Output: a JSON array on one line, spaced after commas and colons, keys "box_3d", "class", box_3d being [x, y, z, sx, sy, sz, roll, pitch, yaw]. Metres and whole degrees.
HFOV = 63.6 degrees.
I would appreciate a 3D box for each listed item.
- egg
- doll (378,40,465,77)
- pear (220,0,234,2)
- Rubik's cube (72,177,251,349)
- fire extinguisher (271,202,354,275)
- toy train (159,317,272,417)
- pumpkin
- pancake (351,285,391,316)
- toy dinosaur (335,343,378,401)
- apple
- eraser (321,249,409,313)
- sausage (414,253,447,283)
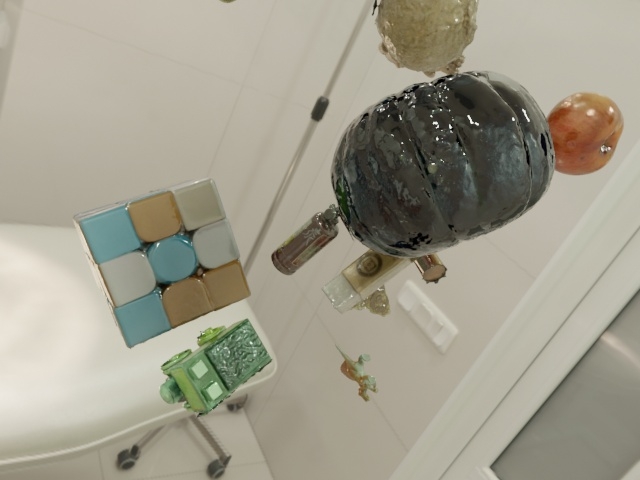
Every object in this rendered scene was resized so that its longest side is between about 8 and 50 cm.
[{"box_3d": [0.281, -0.595, 1.361, 0.279, 0.310, 0.279, -2, 58, 3], "class": "egg"}, {"box_3d": [0.320, -0.596, 1.605, 0.278, 0.154, 0.119, 13, 10, -14], "class": "doll"}, {"box_3d": [-0.182, -0.649, 1.124, 0.212, 0.269, 0.212, 32, -5, 3], "class": "pear"}, {"box_3d": [-0.439, 0.039, 1.412, 0.346, 0.344, 0.347, -22, 15, -26], "class": "Rubik's cube"}, {"box_3d": [0.002, -0.004, 1.196, 0.106, 0.252, 0.075, 52, 26, 5], "class": "fire extinguisher"}, {"box_3d": [-0.262, 0.308, 1.279, 0.271, 0.188, 0.159, -33, 95, -43], "class": "toy train"}, {"box_3d": [0.194, -0.123, 0.852, 0.363, 0.363, 0.266, -19, 90, -60], "class": "pumpkin"}, {"box_3d": [0.164, 0.205, 1.894, 0.244, 0.057, 0.266, 52, 55, -19], "class": "pancake"}, {"box_3d": [0.099, 0.369, 1.467, 0.212, 0.142, 0.057, 48, 56, -1], "class": "toy dinosaur"}, {"box_3d": [0.656, -0.267, 1.293, 0.209, 0.209, 0.164, 10, 20, -36], "class": "apple"}, {"box_3d": [0.163, 0.053, 1.301, 0.078, 0.343, 0.144, 53, -2, 16], "class": "eraser"}, {"box_3d": [0.283, -0.008, 1.609, 0.082, 0.082, 0.371, 15, 30, -26], "class": "sausage"}]
